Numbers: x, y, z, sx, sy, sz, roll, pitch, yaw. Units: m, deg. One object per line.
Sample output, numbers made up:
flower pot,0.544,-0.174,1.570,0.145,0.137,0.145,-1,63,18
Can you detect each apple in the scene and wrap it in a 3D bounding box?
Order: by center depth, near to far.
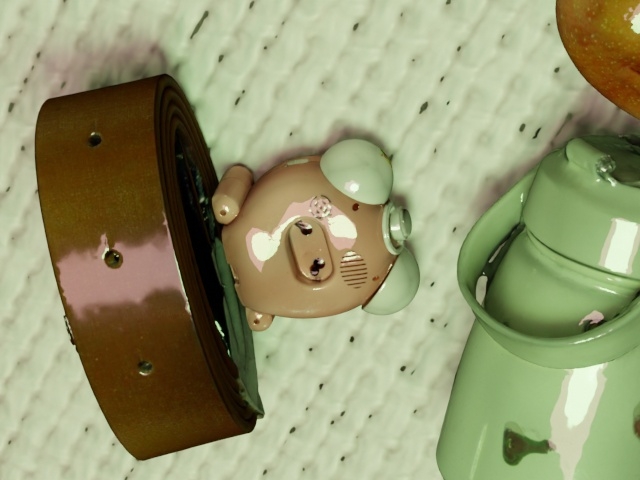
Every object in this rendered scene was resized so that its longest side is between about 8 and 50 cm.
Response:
apple,0.282,-0.178,1.492,0.201,0.162,0.201,4,113,9

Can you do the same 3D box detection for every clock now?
clock,0.000,0.000,1.683,0.162,0.093,0.166,-11,113,13

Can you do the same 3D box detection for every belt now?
belt,-0.147,0.030,1.659,0.122,0.217,0.339,-11,110,10

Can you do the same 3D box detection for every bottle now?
bottle,0.226,0.064,1.603,0.229,0.229,0.352,15,113,4
